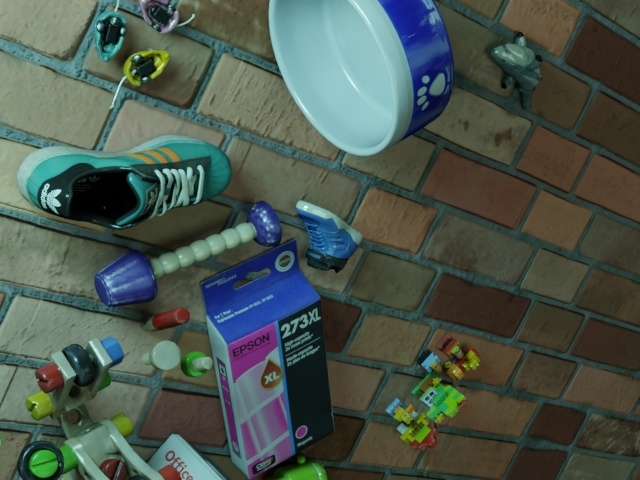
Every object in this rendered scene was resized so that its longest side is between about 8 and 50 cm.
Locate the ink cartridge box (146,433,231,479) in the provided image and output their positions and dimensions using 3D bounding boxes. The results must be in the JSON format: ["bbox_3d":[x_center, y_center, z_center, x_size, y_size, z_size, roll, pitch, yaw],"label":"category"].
[{"bbox_3d":[-0.234,0.472,1.779,0.289,0.211,0.121,-48,134,-6],"label":"ink cartridge box"}]

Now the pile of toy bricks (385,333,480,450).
[{"bbox_3d":[0.220,0.278,2.113,0.212,0.105,0.118,-48,135,-6],"label":"pile of toy bricks"}]

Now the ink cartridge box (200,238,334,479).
[{"bbox_3d":[-0.077,0.191,1.854,0.176,0.069,0.370,-25,126,-26],"label":"ink cartridge box"}]

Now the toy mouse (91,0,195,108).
[{"bbox_3d":[-0.235,-0.268,1.473,0.161,0.031,0.143,-38,133,-16],"label":"toy mouse"}]

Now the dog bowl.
[{"bbox_3d":[0.051,-0.251,1.552,0.104,0.265,0.264,-30,130,-26],"label":"dog bowl"}]

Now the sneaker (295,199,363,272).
[{"bbox_3d":[0.001,0.000,1.804,0.152,0.058,0.084,34,83,-52],"label":"sneaker"}]

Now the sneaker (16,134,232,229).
[{"bbox_3d":[-0.231,-0.066,1.531,0.302,0.121,0.108,-8,120,-36],"label":"sneaker"}]

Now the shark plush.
[{"bbox_3d":[0.321,-0.275,1.932,0.067,0.073,0.161,-29,154,1],"label":"shark plush"}]

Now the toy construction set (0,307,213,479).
[{"bbox_3d":[-0.303,0.235,1.637,0.257,0.237,0.309,43,65,-16],"label":"toy construction set"}]

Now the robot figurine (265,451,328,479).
[{"bbox_3d":[-0.037,0.413,2.008,0.115,0.067,0.101,-4,87,-37],"label":"robot figurine"}]

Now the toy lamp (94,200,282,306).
[{"bbox_3d":[-0.184,0.023,1.652,0.275,0.080,0.080,-22,127,-27],"label":"toy lamp"}]
